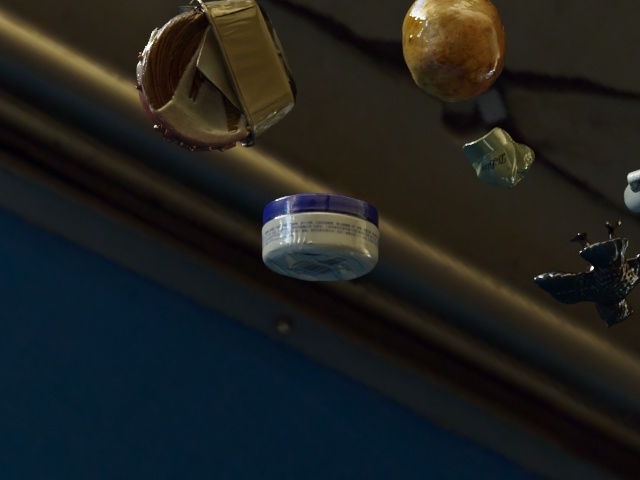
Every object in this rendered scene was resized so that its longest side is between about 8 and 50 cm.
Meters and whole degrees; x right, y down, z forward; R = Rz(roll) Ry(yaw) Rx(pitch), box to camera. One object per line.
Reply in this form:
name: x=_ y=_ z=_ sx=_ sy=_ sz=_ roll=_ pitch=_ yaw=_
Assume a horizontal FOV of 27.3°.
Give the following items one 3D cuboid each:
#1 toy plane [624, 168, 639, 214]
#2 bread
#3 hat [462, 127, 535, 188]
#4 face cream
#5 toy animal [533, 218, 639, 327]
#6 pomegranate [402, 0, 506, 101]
toy plane: x=0.679 y=-0.119 z=2.465 sx=0.244 sy=0.244 sz=0.117 roll=11 pitch=-115 yaw=-40
bread: x=-0.155 y=-0.232 z=1.872 sx=0.212 sy=0.142 sz=0.224 roll=-24 pitch=-83 yaw=-17
hat: x=0.371 y=-0.169 z=2.695 sx=0.166 sy=0.122 sz=0.081 roll=47 pitch=-161 yaw=-47
face cream: x=0.000 y=0.000 z=2.296 sx=0.206 sy=0.206 sz=0.111 roll=16 pitch=-114 yaw=-34
toy animal: x=0.446 y=0.063 z=2.041 sx=0.116 sy=0.218 sz=0.179 roll=-112 pitch=0 yaw=-70
pomegranate: x=0.280 y=-0.418 z=2.794 sx=0.248 sy=0.248 sz=0.248 roll=28 pitch=-151 yaw=-17
